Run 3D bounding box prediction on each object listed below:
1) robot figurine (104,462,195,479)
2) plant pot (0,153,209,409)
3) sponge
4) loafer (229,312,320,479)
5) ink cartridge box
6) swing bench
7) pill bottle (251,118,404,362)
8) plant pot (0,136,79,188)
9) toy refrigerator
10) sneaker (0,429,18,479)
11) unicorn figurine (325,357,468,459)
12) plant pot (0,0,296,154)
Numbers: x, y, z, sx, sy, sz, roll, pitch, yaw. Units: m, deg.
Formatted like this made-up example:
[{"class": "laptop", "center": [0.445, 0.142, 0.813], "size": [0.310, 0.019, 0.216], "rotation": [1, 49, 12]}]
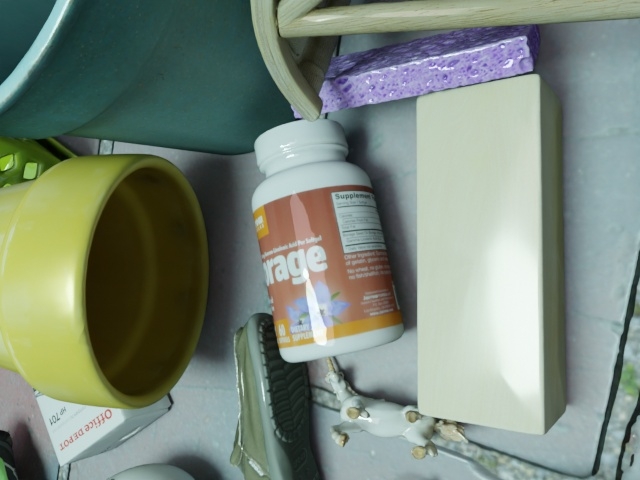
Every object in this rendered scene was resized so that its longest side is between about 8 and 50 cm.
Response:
[{"class": "robot figurine", "center": [-0.171, 0.384, 0.570], "size": [0.209, 0.174, 0.278], "rotation": [-38, 72, 14]}, {"class": "plant pot", "center": [-0.276, 0.039, 0.564], "size": [0.239, 0.254, 0.253], "rotation": [0, 88, 12]}, {"class": "sponge", "center": [0.084, -0.159, 0.485], "size": [0.210, 0.117, 0.031], "rotation": [-4, 119, 29]}, {"class": "loafer", "center": [-0.062, 0.203, 0.562], "size": [0.088, 0.094, 0.251], "rotation": [-11, 83, 24]}, {"class": "ink cartridge box", "center": [-0.300, 0.169, 0.701], "size": [0.140, 0.082, 0.190], "rotation": [-38, 70, 21]}, {"class": "swing bench", "center": [0.078, -0.256, 0.398], "size": [0.255, 0.165, 0.253], "rotation": [-10, 48, 27]}, {"class": "pill bottle", "center": [0.000, 0.000, 0.520], "size": [0.121, 0.121, 0.216], "rotation": [-17, 80, 27]}, {"class": "plant pot", "center": [-0.466, -0.069, 0.728], "size": [0.228, 0.207, 0.227], "rotation": [31, 102, 26]}, {"class": "toy refrigerator", "center": [0.147, 0.011, 0.458], "size": [0.102, 0.094, 0.269], "rotation": [-2, 86, 35]}, {"class": "sneaker", "center": [-0.621, 0.414, 0.841], "size": [0.483, 0.185, 0.202], "rotation": [-24, 59, 23]}, {"class": "unicorn figurine", "center": [0.052, 0.162, 0.508], "size": [0.162, 0.111, 0.060], "rotation": [24, 90, 13]}, {"class": "plant pot", "center": [-0.174, -0.229, 0.502], "size": [0.341, 0.334, 0.340], "rotation": [-1, 87, 28]}]
